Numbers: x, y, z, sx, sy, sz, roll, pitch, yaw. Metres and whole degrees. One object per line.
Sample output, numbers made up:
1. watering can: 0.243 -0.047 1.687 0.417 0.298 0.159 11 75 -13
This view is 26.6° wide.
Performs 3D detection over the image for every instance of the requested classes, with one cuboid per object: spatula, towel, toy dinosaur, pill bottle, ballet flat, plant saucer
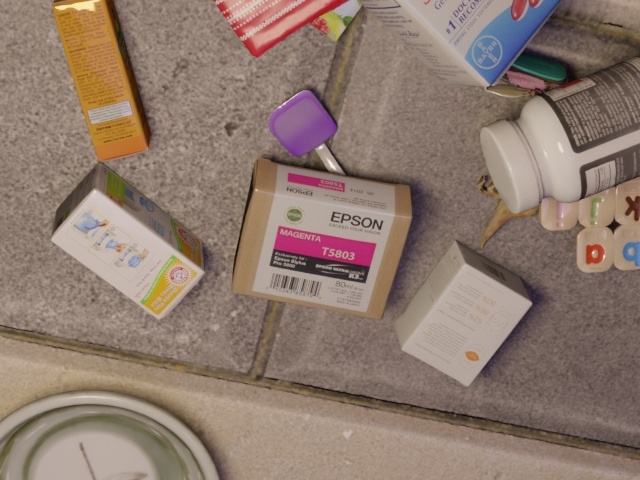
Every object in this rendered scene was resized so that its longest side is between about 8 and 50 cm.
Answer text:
1. spatula: 0.030 -0.092 1.984 0.084 0.030 0.296 -33 113 11
2. towel: -0.082 -0.403 1.799 0.199 0.031 0.275 -32 107 11
3. toy dinosaur: 0.280 -0.062 2.006 0.092 0.053 0.183 36 107 -20
4. pill bottle: 0.374 -0.146 1.878 0.278 0.162 0.162 -21 115 -4
5. ballet flat: 0.241 -0.247 1.914 0.221 0.077 0.079 21 130 -14
6. plant saucer: -0.356 0.392 2.134 0.400 0.100 0.400 -2 115 -4

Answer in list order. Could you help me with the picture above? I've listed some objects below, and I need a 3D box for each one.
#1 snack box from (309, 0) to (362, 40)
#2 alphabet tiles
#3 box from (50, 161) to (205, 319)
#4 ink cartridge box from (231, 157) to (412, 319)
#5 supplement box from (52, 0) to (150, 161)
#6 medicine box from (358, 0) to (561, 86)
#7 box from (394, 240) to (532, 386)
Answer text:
1. snack box: -0.008 -0.355 1.857 0.141 0.037 0.100 32 106 -15
2. alphabet tiles: 0.461 -0.093 1.999 0.284 0.021 0.278 -4 103 -9
3. box: -0.276 0.001 1.955 0.203 0.114 0.103 39 105 -20
4. ink cartridge box: 0.000 0.000 1.971 0.234 0.088 0.193 10 124 -5
5. supplement box: -0.301 -0.233 1.868 0.080 0.078 0.233 -14 115 2
6. medicine box: 0.174 -0.389 1.753 0.289 0.149 0.263 41 84 -20
7. box: 0.215 0.111 2.057 0.130 0.091 0.170 30 108 -17
